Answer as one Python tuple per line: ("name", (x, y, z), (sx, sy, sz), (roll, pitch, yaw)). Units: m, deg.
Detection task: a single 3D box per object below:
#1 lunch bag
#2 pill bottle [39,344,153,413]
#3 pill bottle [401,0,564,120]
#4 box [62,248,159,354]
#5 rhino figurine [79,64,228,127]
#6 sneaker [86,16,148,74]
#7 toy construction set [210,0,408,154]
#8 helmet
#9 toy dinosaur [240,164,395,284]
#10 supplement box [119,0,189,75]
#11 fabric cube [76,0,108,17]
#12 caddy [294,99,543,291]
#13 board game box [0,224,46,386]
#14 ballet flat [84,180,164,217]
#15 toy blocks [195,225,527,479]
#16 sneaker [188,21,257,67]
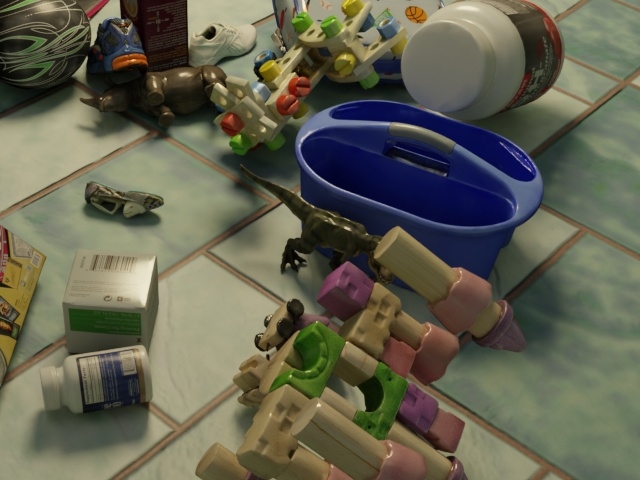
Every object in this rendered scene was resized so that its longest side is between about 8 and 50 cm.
("lunch bag", (0.065, -0.363, 1.815), (0.303, 0.115, 0.243), (-1, 56, -20))
("pill bottle", (-0.255, 0.160, 1.232), (0.120, 0.067, 0.067), (-8, 42, -15))
("pill bottle", (0.245, -0.276, 1.651), (0.176, 0.176, 0.318), (25, 24, 22))
("box", (-0.252, 0.076, 1.316), (0.101, 0.087, 0.102), (4, 41, -2))
("rhino figurine", (-0.250, -0.225, 1.684), (0.243, 0.073, 0.106), (-7, 33, -11))
("sneaker", (-0.322, -0.310, 1.720), (0.083, 0.087, 0.221), (-10, 11, -24))
("toy construction set", (-0.038, -0.226, 1.585), (0.215, 0.151, 0.327), (3, 34, 49))
("helmet", (-0.447, -0.316, 1.701), (0.161, 0.169, 0.169), (8, 37, 28))
("toy dinosaur", (0.000, 0.000, 1.411), (0.268, 0.118, 0.064), (30, 46, 27))
("supplement box", (-0.272, -0.373, 1.765), (0.080, 0.188, 0.104), (-19, 46, -25))
("fabric cube", (-0.515, -0.518, 1.841), (0.258, 0.259, 0.254), (12, 33, 8))
("caddy", (0.128, -0.077, 1.472), (0.341, 0.179, 0.241), (20, 43, 16))
("board game box", (-0.425, 0.063, 1.273), (0.165, 0.042, 0.243), (40, 31, -26))
("ballet flat", (-0.275, -0.052, 1.510), (0.114, 0.041, 0.041), (12, 41, 8))
("toy blocks", (0.066, 0.197, 1.152), (0.260, 0.309, 0.289), (37, 53, -13))
("sneaker", (-0.163, -0.343, 1.843), (0.053, 0.061, 0.152), (30, 45, 29))
